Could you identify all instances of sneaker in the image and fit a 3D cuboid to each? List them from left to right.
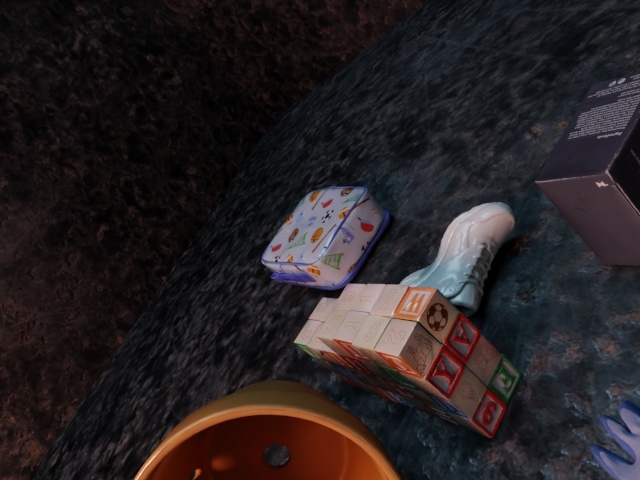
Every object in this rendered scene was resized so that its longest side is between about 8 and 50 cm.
[{"bbox_3d":[0.208,0.052,0.752,0.232,0.090,0.115,-53,27,11],"label":"sneaker"}]

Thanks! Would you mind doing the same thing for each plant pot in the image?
[{"bbox_3d":[-0.054,0.287,0.595,0.291,0.291,0.203,-47,6,2],"label":"plant pot"}]

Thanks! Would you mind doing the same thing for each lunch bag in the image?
[{"bbox_3d":[0.000,0.000,1.174,0.303,0.115,0.243,-3,51,60],"label":"lunch bag"}]

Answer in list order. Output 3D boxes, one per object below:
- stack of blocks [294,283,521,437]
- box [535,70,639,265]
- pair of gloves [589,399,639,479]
[{"bbox_3d":[0.084,0.141,0.695,0.087,0.171,0.297,-56,22,-20],"label":"stack of blocks"},{"bbox_3d":[0.351,-0.078,0.589,0.158,0.156,0.093,-55,22,-17],"label":"box"},{"bbox_3d":[0.316,0.143,0.411,0.198,0.023,0.159,-36,6,13],"label":"pair of gloves"}]
